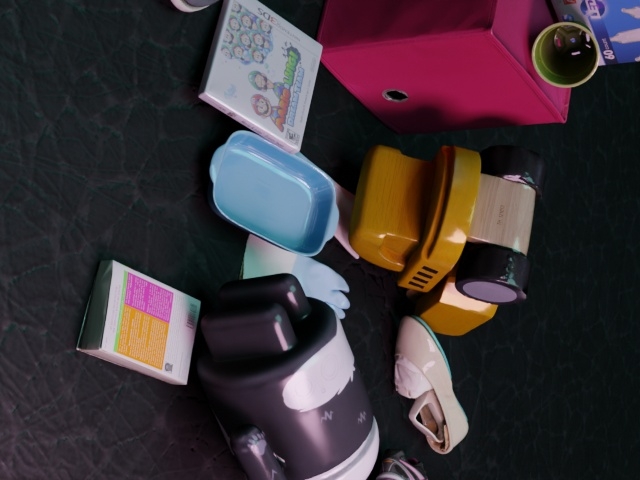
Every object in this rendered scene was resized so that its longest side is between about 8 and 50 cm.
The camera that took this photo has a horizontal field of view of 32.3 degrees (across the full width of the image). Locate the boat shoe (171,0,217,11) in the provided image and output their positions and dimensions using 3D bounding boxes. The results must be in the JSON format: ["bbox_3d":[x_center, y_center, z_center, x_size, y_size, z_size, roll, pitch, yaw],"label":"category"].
[{"bbox_3d":[-0.073,-0.373,1.264,0.319,0.099,0.116,-56,133,-39],"label":"boat shoe"}]

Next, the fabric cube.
[{"bbox_3d":[0.185,-0.311,1.498,0.254,0.258,0.259,36,61,-51],"label":"fabric cube"}]

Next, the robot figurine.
[{"bbox_3d":[-0.039,0.175,1.251,0.209,0.173,0.278,-33,119,-24],"label":"robot figurine"}]

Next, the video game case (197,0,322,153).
[{"bbox_3d":[-0.067,-0.200,1.295,0.143,0.019,0.157,30,58,-32],"label":"video game case"}]

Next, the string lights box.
[{"bbox_3d":[0.441,-0.306,1.414,0.133,0.259,0.077,57,45,-37],"label":"string lights box"}]

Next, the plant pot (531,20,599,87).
[{"bbox_3d":[0.317,-0.245,1.403,0.079,0.083,0.083,-50,130,-58],"label":"plant pot"}]

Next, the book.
[{"bbox_3d":[-0.184,0.088,1.161,0.144,0.035,0.096,33,60,-51],"label":"book"}]

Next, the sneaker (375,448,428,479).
[{"bbox_3d":[0.137,0.355,1.590,0.178,0.072,0.077,55,37,-47],"label":"sneaker"}]

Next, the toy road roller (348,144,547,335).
[{"bbox_3d":[0.151,-0.016,1.524,0.329,0.240,0.202,120,-16,-70],"label":"toy road roller"}]

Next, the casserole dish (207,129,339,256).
[{"bbox_3d":[-0.060,-0.052,1.299,0.188,0.037,0.114,27,67,-31],"label":"casserole dish"}]

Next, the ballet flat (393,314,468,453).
[{"bbox_3d":[0.153,0.219,1.610,0.086,0.086,0.248,-58,134,-38],"label":"ballet flat"}]

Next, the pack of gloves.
[{"bbox_3d":[0.000,0.000,1.414,0.232,0.046,0.195,34,62,-50],"label":"pack of gloves"}]
